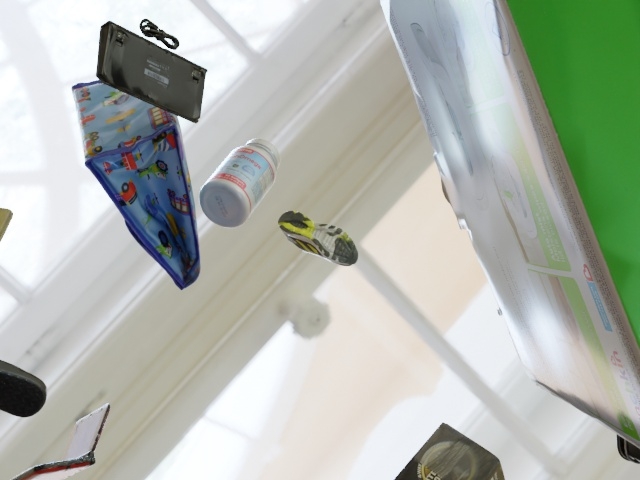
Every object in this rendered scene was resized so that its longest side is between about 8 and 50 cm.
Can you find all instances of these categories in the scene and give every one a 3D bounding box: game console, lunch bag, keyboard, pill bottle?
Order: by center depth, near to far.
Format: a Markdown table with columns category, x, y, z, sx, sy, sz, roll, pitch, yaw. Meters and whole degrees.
| category | x | y | z | sx | sy | sz | roll | pitch | yaw |
| --- | --- | --- | --- | --- | --- | --- | --- | --- | --- |
| keyboard | -0.215 | -0.226 | 1.380 | 0.023 | 0.108 | 0.180 | -1 | -13 | 37 |
| game console | -0.375 | 0.295 | 1.533 | 0.144 | 0.124 | 0.085 | -34 | -115 | 51 |
| lunch bag | -0.242 | -0.086 | 1.591 | 0.221 | 0.138 | 0.293 | -115 | -176 | -51 |
| pill bottle | -0.124 | -0.097 | 1.712 | 0.087 | 0.160 | 0.087 | 12 | -52 | 16 |

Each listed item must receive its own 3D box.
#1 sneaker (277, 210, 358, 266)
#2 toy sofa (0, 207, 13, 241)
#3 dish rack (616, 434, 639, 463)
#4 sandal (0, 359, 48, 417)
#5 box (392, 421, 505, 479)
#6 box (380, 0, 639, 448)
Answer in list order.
| category | x | y | z | sx | sy | sz | roll | pitch | yaw |
| --- | --- | --- | --- | --- | --- | --- | --- | --- | --- |
| sneaker | 0.000 | 0.000 | 0.992 | 0.083 | 0.031 | 0.035 | 31 | -16 | 17 |
| toy sofa | -0.551 | -0.099 | 1.385 | 0.177 | 0.150 | 0.362 | 6 | -38 | 11 |
| dish rack | 0.429 | 0.115 | 1.073 | 0.074 | 0.272 | 0.208 | -142 | -137 | -63 |
| sandal | -0.362 | 0.125 | 1.093 | 0.179 | 0.067 | 0.040 | 32 | 23 | -23 |
| box | 0.110 | 0.442 | 1.262 | 0.097 | 0.318 | 0.395 | 32 | -23 | 36 |
| box | 0.140 | -0.047 | 0.534 | 0.231 | 0.127 | 0.262 | -156 | -136 | -86 |
